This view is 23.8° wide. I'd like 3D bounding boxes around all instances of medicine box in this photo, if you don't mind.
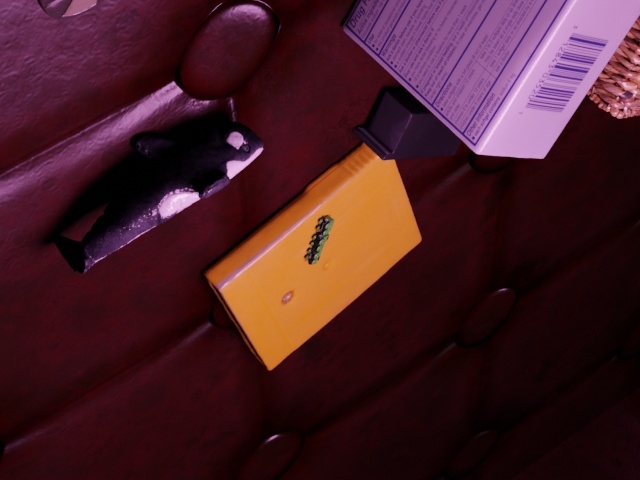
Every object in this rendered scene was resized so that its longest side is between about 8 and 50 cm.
[{"bbox_3d":[0.213,-0.290,1.885,0.149,0.289,0.263,1,127,-48],"label":"medicine box"}]

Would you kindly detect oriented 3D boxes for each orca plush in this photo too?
[{"bbox_3d":[-0.211,-0.080,1.877,0.287,0.102,0.151,-31,-167,-3],"label":"orca plush"}]

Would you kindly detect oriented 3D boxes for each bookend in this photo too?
[{"bbox_3d":[0.149,-0.199,2.136,0.157,0.072,0.156,-8,133,-44],"label":"bookend"}]

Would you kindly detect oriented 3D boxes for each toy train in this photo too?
[{"bbox_3d":[0.000,0.000,2.166,0.023,0.017,0.083,-27,146,-47],"label":"toy train"}]

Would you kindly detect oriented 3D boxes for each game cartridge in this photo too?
[{"bbox_3d":[-0.003,0.022,2.256,0.323,0.052,0.285,-41,149,-10],"label":"game cartridge"}]

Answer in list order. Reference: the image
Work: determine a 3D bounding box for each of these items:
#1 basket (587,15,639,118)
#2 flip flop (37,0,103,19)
[{"bbox_3d":[0.405,-0.343,2.039,0.213,0.299,0.223,-15,139,-40],"label":"basket"},{"bbox_3d":[-0.263,-0.345,1.476,0.112,0.080,0.277,-28,131,-17],"label":"flip flop"}]
